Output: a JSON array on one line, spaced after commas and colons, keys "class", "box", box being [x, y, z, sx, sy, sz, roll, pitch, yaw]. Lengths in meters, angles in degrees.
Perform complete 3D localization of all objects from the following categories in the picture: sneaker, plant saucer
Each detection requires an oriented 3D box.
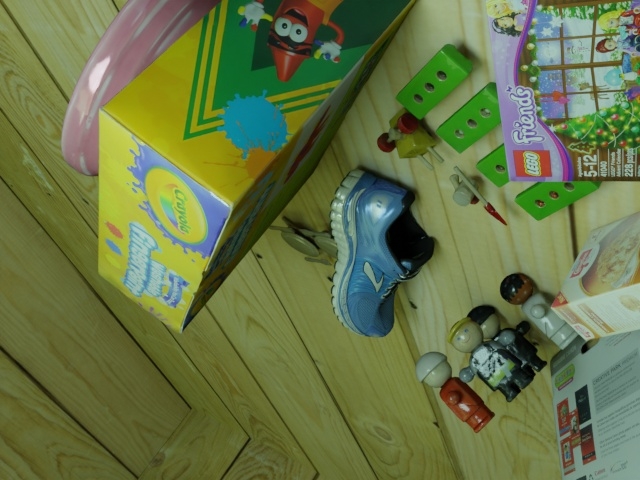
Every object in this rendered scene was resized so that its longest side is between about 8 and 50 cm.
[{"class": "sneaker", "box": [0.103, 0.045, 1.123, 0.147, 0.130, 0.330, 16, 135, 24]}, {"class": "plant saucer", "box": [-0.200, -0.212, 0.896, 0.084, 0.332, 0.332, 34, 152, -3]}]

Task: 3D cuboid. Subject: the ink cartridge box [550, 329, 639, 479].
[{"class": "ink cartridge box", "box": [0.464, 0.253, 0.995, 0.130, 0.272, 0.309, 5, 150, -5]}]

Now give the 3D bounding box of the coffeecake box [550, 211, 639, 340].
[{"class": "coffeecake box", "box": [0.379, 0.029, 0.796, 0.068, 0.142, 0.185, 42, 151, -7]}]

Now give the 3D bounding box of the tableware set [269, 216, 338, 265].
[{"class": "tableware set", "box": [0.000, 0.000, 1.291, 0.194, 0.039, 0.128, 9, 153, 51]}]

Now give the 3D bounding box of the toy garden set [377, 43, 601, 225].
[{"class": "toy garden set", "box": [0.201, -0.120, 0.881, 0.244, 0.049, 0.204, 40, 150, -6]}]

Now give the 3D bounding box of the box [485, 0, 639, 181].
[{"class": "box", "box": [0.269, -0.180, 0.650, 0.201, 0.057, 0.293, 2, 138, 26]}]

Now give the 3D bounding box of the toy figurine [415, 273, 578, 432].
[{"class": "toy figurine", "box": [0.267, 0.165, 1.060, 0.148, 0.213, 0.209, 46, 152, 19]}]

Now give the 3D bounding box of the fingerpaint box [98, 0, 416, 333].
[{"class": "fingerpaint box", "box": [-0.107, -0.119, 0.887, 0.163, 0.371, 0.445, 37, 152, 0]}]
